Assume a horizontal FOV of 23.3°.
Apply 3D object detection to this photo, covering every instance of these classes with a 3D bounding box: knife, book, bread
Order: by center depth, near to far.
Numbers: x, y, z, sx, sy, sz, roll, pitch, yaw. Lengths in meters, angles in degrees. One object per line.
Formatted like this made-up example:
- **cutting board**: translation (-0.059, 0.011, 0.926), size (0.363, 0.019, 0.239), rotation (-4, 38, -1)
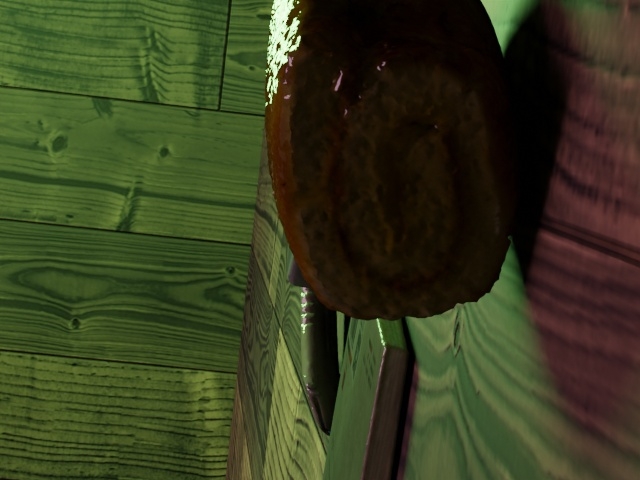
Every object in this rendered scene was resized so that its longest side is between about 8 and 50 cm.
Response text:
- **bread**: translation (0.029, -0.059, 0.659), size (0.172, 0.103, 0.132), rotation (-92, -7, -62)
- **book**: translation (0.018, 0.160, 0.999), size (0.215, 0.025, 0.282), rotation (-96, 14, -71)
- **knife**: translation (0.006, -0.002, 1.264), size (0.089, 0.043, 0.365), rotation (53, -154, -44)

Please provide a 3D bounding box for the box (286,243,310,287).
- **box**: translation (0.010, -0.086, 1.202), size (0.103, 0.055, 0.243), rotation (104, 171, -60)
